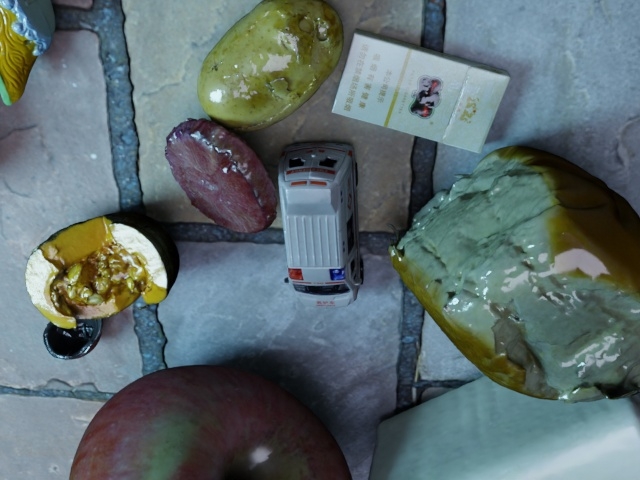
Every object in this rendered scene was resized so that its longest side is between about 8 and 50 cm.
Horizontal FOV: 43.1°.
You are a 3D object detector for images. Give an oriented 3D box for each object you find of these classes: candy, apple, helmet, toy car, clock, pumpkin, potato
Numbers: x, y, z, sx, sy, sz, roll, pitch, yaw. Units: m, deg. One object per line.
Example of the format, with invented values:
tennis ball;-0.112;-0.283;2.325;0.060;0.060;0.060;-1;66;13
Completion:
candy;0.228;0.266;0.975;0.359;0.208;0.145;-28;112;19
apple;-0.135;0.317;0.980;0.345;0.344;0.269;31;138;-13
helmet;-0.302;0.114;1.022;0.084;0.049;0.065;-42;74;-2
toy car;0.000;0.000;0.898;0.090;0.108;0.209;-1;120;5
clock;-0.351;-0.242;0.794;0.144;0.103;0.230;-12;116;13
pumpkin;-0.238;0.026;0.934;0.184;0.107;0.118;-13;111;20
potato;-0.051;-0.178;0.820;0.171;0.080;0.107;-31;101;21

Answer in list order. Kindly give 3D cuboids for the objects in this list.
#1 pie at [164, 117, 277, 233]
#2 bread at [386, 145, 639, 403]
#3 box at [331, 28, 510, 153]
pie;-0.105;-0.067;0.870;0.155;0.036;0.154;30;150;19
bread;0.230;0.045;0.822;0.225;0.279;0.250;-43;110;9
box;0.104;-0.155;0.850;0.167;0.024;0.090;15;119;-3
